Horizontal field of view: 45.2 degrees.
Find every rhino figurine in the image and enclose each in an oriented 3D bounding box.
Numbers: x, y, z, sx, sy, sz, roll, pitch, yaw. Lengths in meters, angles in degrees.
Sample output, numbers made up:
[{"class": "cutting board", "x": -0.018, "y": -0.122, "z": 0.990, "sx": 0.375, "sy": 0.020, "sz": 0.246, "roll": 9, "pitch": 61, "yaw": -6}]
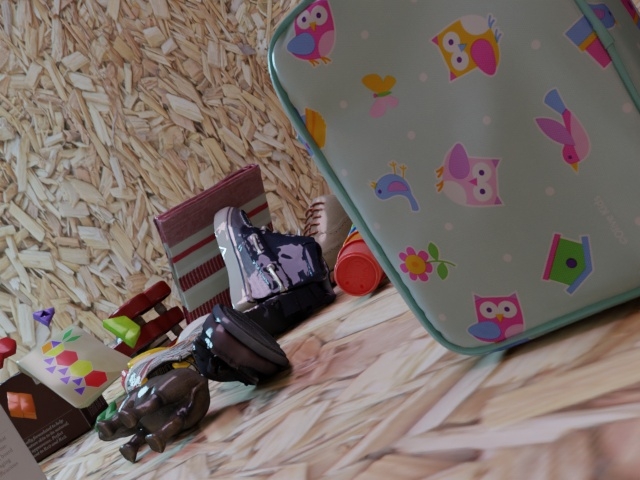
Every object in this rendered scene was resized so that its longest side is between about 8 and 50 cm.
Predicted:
[{"class": "rhino figurine", "x": -0.209, "y": 0.211, "z": 0.933, "sx": 0.106, "sy": 0.073, "sz": 0.243, "roll": -39, "pitch": 5, "yaw": -36}]

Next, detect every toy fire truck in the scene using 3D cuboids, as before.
[{"class": "toy fire truck", "x": -0.427, "y": 0.244, "z": 1.761, "sx": 0.254, "sy": 0.169, "sz": 0.302, "roll": -39, "pitch": 1, "yaw": 14}]

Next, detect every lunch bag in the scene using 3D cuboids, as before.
[{"class": "lunch bag", "x": 0.103, "y": -0.076, "z": 0.506, "sx": 0.224, "sy": 0.279, "sz": 0.108, "roll": -32, "pitch": -2, "yaw": 38}]

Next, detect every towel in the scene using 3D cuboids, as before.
[{"class": "towel", "x": -0.184, "y": 0.039, "z": 1.500, "sx": 0.237, "sy": 0.329, "sz": 0.037, "roll": -33, "pitch": 40, "yaw": -30}]

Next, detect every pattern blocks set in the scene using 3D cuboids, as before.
[{"class": "pattern blocks set", "x": -0.457, "y": 0.231, "z": 1.427, "sx": 0.285, "sy": 0.324, "sz": 0.026, "roll": -30, "pitch": -40, "yaw": -37}]

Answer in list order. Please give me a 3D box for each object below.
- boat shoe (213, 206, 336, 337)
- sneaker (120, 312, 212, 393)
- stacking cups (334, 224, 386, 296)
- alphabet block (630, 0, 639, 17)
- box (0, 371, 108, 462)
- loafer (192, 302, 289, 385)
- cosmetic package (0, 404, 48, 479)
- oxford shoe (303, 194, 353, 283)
[{"class": "boat shoe", "x": -0.076, "y": 0.027, "z": 1.302, "sx": 0.158, "sy": 0.127, "sz": 0.341, "roll": -26, "pitch": 38, "yaw": 3}, {"class": "sneaker", "x": -0.206, "y": 0.196, "z": 1.241, "sx": 0.225, "sy": 0.088, "sz": 0.092, "roll": -33, "pitch": 24, "yaw": -17}, {"class": "stacking cups", "x": 0.078, "y": 0.006, "z": 1.178, "sx": 0.096, "sy": 0.096, "sz": 0.316, "roll": -31, "pitch": 3, "yaw": 14}, {"class": "alphabet block", "x": 0.229, "y": -0.116, "z": 0.777, "sx": 0.197, "sy": 0.192, "sz": 0.193, "roll": -32, "pitch": 1, "yaw": 5}, {"class": "box", "x": -0.557, "y": 0.331, "z": 1.550, "sx": 0.168, "sy": 0.167, "sz": 0.203, "roll": -31, "pitch": 3, "yaw": -5}, {"class": "loafer", "x": -0.105, "y": 0.143, "z": 0.938, "sx": 0.095, "sy": 0.109, "sz": 0.302, "roll": -51, "pitch": -1, "yaw": -6}, {"class": "cosmetic package", "x": -0.412, "y": 0.277, "z": 0.827, "sx": 0.151, "sy": 0.184, "sz": 0.151, "roll": -30, "pitch": 3, "yaw": 28}, {"class": "oxford shoe", "x": 0.000, "y": 0.000, "z": 1.490, "sx": 0.140, "sy": 0.147, "sz": 0.397, "roll": -27, "pitch": 9, "yaw": 32}]
